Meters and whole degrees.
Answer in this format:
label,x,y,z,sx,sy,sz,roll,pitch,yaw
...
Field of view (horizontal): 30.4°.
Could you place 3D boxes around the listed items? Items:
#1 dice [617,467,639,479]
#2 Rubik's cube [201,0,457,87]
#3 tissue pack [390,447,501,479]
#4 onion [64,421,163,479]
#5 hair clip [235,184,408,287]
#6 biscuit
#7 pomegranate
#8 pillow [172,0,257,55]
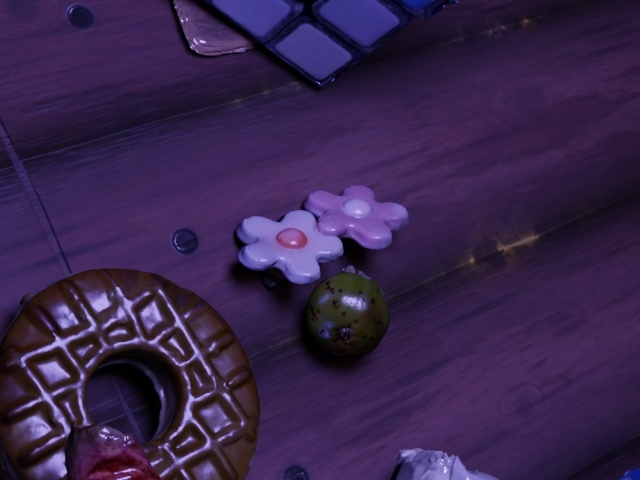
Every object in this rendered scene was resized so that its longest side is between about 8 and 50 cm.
label,x,y,z,sx,sy,sz,roll,pitch,yaw
dice,0.467,0.403,1.609,0.146,0.146,0.143,46,54,-9
Rubik's cube,0.015,-0.485,1.578,0.359,0.362,0.363,31,56,-20
tissue pack,0.207,0.468,1.409,0.375,0.195,0.390,35,63,-13
onion,-0.157,0.377,1.158,0.398,0.398,0.420,-24,70,-33
hair clip,0.000,-0.007,1.556,0.257,0.075,0.146,-28,43,-29
biscuit,-0.224,0.190,1.349,0.332,0.103,0.332,11,64,-24
pomegranate,0.037,0.088,1.536,0.114,0.114,0.142,35,29,-11
pillow,-0.161,-0.357,1.648,0.135,0.034,0.211,-14,79,-37
